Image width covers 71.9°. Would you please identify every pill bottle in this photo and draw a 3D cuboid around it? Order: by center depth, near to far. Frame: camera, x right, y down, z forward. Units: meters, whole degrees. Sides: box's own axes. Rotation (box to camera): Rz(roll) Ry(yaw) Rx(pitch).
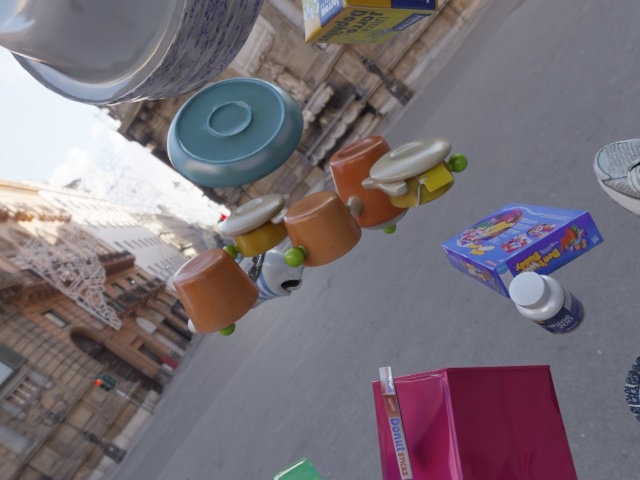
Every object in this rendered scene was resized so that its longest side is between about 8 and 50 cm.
[{"bbox_3d":[0.325,0.090,0.636,0.067,0.120,0.067,-32,43,36],"label":"pill bottle"}]

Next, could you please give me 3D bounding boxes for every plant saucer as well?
[{"bbox_3d":[-0.197,-0.258,0.985,0.318,0.317,0.044,-55,-22,-19],"label":"plant saucer"}]

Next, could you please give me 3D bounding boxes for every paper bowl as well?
[{"bbox_3d":[-0.186,-0.247,0.325,0.284,0.284,0.148,-46,-6,37],"label":"paper bowl"}]

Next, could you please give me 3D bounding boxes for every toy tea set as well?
[{"bbox_3d":[0.000,0.000,0.504,0.335,0.124,0.200,-29,23,-4],"label":"toy tea set"}]

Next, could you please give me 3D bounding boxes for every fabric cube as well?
[{"bbox_3d":[0.273,0.381,0.824,0.254,0.258,0.259,138,133,-59],"label":"fabric cube"}]

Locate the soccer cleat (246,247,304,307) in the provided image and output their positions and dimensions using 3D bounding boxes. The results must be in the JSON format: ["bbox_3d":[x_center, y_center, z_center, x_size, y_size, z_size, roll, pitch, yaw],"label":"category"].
[{"bbox_3d":[-0.132,0.122,1.179,0.331,0.143,0.116,125,160,-62],"label":"soccer cleat"}]

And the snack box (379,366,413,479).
[{"bbox_3d":[0.124,0.297,0.717,0.022,0.178,0.064,-11,20,7],"label":"snack box"}]

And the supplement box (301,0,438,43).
[{"bbox_3d":[0.072,-0.578,0.816,0.195,0.357,0.194,-10,9,-22],"label":"supplement box"}]

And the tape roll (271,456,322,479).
[{"bbox_3d":[0.010,0.566,0.796,0.077,0.322,0.321,-22,-1,-18],"label":"tape roll"}]

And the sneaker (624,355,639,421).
[{"bbox_3d":[0.698,0.254,0.856,0.283,0.122,0.110,-49,-1,-28],"label":"sneaker"}]

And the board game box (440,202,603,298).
[{"bbox_3d":[0.465,0.007,1.086,0.233,0.078,0.347,-32,8,2],"label":"board game box"}]

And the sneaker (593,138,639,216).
[{"bbox_3d":[0.328,-0.066,0.375,0.088,0.092,0.225,-48,19,3],"label":"sneaker"}]
